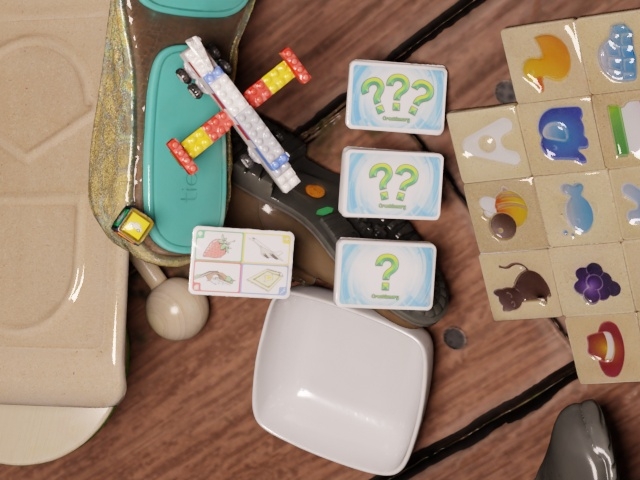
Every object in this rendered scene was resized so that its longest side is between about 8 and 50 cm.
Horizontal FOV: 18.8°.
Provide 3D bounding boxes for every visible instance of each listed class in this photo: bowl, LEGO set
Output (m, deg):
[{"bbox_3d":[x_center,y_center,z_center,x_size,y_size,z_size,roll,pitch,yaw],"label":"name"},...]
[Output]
[{"bbox_3d":[0.023,0.105,1.531,0.142,0.053,0.142,20,120,16],"label":"bowl"},{"bbox_3d":[-0.022,-0.045,1.366,0.244,0.060,0.182,4,92,-18],"label":"LEGO set"}]

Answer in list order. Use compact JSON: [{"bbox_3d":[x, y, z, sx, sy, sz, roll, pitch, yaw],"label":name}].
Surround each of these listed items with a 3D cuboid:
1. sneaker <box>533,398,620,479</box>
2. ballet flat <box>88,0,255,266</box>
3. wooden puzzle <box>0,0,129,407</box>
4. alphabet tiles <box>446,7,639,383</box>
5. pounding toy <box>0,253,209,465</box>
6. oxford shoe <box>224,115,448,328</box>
[{"bbox_3d":[0.154,0.272,1.483,0.146,0.122,0.330,3,115,-2],"label":"sneaker"},{"bbox_3d":[-0.113,-0.157,1.412,0.123,0.123,0.348,8,94,22],"label":"ballet flat"},{"bbox_3d":[-0.286,-0.045,1.548,0.322,0.080,0.347,0,89,22],"label":"wooden puzzle"},{"bbox_3d":[0.264,-0.031,1.377,0.343,0.011,0.285,-5,111,28],"label":"alphabet tiles"},{"bbox_3d":[-0.216,0.078,1.622,0.237,0.110,0.183,-42,79,5],"label":"pounding toy"},{"bbox_3d":[0.000,0.000,1.484,0.227,0.083,0.096,39,133,14],"label":"oxford shoe"}]
